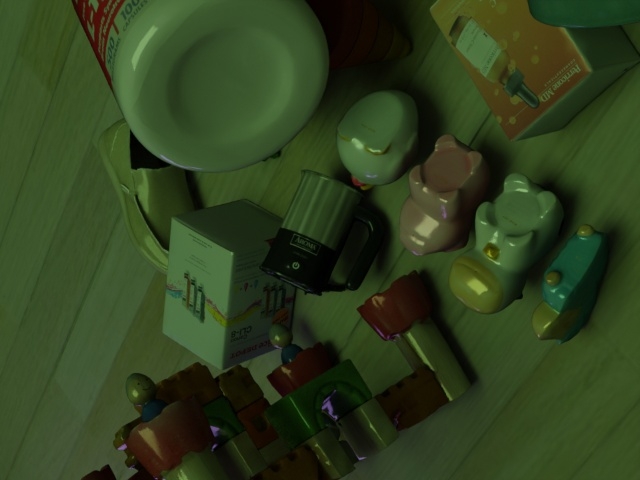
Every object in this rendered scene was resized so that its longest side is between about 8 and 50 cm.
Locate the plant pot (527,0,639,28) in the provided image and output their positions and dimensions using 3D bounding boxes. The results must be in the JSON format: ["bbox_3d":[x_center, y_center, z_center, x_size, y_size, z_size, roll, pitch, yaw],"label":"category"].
[{"bbox_3d":[0.251,-0.334,1.150,0.271,0.271,0.255,11,124,44],"label":"plant pot"}]

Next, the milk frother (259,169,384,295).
[{"bbox_3d":[0.000,0.000,1.622,0.135,0.129,0.143,-65,15,-6],"label":"milk frother"}]

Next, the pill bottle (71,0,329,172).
[{"bbox_3d":[-0.160,-0.272,1.488,0.408,0.229,0.229,-121,40,-49],"label":"pill bottle"}]

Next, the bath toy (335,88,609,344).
[{"bbox_3d":[0.152,-0.030,1.437,0.151,0.129,0.348,-47,62,-6],"label":"bath toy"}]

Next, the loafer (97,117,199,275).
[{"bbox_3d":[-0.228,-0.066,1.824,0.268,0.102,0.092,58,141,17],"label":"loafer"}]

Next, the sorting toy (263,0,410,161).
[{"bbox_3d":[-0.016,-0.182,1.571,0.365,0.126,0.127,-38,47,49],"label":"sorting toy"}]

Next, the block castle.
[{"bbox_3d":[-0.074,0.206,1.501,0.213,0.453,0.303,57,136,7],"label":"block castle"}]

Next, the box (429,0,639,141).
[{"bbox_3d":[0.216,-0.209,1.331,0.130,0.091,0.170,-44,70,44],"label":"box"}]

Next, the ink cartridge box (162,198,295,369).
[{"bbox_3d":[-0.118,0.057,1.729,0.127,0.128,0.176,28,122,37],"label":"ink cartridge box"}]
